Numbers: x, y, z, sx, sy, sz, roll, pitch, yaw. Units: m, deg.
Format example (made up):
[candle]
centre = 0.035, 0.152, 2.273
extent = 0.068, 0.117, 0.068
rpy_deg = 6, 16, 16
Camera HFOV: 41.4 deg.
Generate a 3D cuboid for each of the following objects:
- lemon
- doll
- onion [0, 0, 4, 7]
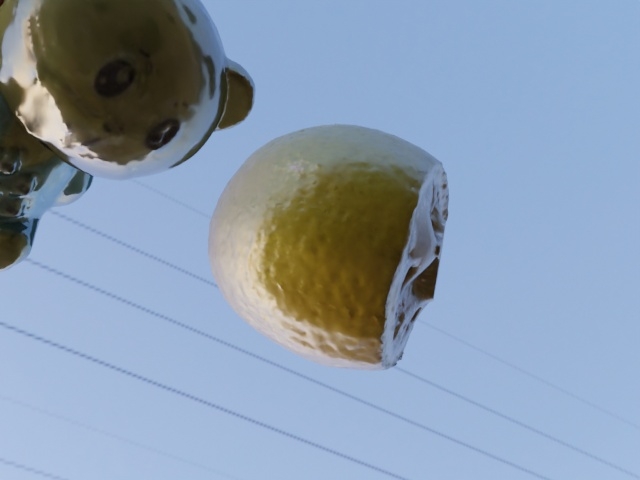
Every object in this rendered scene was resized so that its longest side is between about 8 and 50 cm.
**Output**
[lemon]
centre = 0.000, 0.000, 1.206
extent = 0.364, 0.364, 0.364
rpy_deg = -6, -67, -14
[doll]
centre = -0.192, -0.105, 0.625
extent = 0.261, 0.161, 0.177
rpy_deg = -24, -51, 16
[onion]
centre = -0.428, -0.264, 0.771
extent = 0.285, 0.347, 0.347
rpy_deg = -7, -64, 16
